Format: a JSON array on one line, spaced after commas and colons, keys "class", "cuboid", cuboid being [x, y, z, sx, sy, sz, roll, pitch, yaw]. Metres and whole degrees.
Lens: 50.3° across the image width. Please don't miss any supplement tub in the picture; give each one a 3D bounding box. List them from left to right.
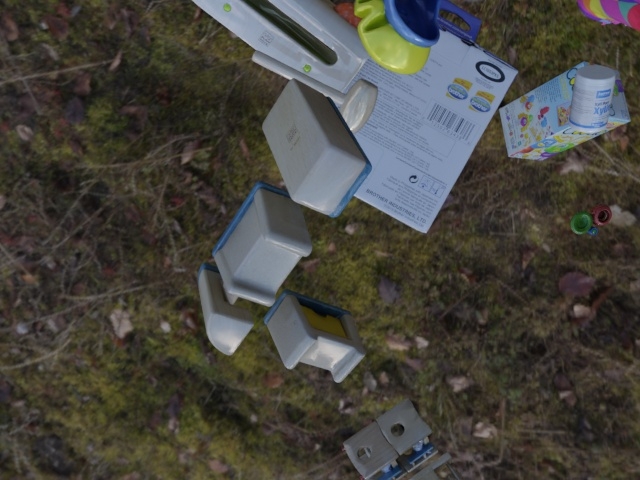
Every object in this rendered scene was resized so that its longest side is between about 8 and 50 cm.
[{"class": "supplement tub", "cuboid": [0.499, -0.259, 1.254, 0.071, 0.071, 0.107, 5, 128, 14]}]

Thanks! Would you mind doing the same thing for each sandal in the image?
[{"class": "sandal", "cuboid": [0.087, -0.354, 0.774, 0.138, 0.126, 0.317, -32, 73, 42]}]

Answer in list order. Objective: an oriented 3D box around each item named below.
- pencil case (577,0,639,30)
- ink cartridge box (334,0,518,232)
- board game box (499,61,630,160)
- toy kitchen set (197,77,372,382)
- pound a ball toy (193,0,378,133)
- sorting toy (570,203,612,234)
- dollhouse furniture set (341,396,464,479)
[{"class": "pencil case", "cuboid": [0.340, -0.252, 0.675, 0.104, 0.236, 0.104, -1, 114, -3]}, {"class": "ink cartridge box", "cuboid": [0.167, -0.250, 1.246, 0.270, 0.151, 0.395, 28, 99, -7]}, {"class": "board game box", "cuboid": [0.620, -0.323, 1.751, 0.275, 0.142, 0.144, -26, 67, 55]}, {"class": "toy kitchen set", "cuboid": [0.000, 0.000, 0.601, 0.166, 0.122, 0.207, 22, 117, -31]}, {"class": "pound a ball toy", "cuboid": [-0.031, -0.321, 1.006, 0.319, 0.208, 0.136, 35, 113, -9]}, {"class": "sorting toy", "cuboid": [0.584, -0.045, 1.488, 0.102, 0.042, 0.061, -16, 109, -8]}, {"class": "dollhouse furniture set", "cuboid": [0.141, 0.368, 1.045, 0.129, 0.184, 0.129, -33, 147, -6]}]
